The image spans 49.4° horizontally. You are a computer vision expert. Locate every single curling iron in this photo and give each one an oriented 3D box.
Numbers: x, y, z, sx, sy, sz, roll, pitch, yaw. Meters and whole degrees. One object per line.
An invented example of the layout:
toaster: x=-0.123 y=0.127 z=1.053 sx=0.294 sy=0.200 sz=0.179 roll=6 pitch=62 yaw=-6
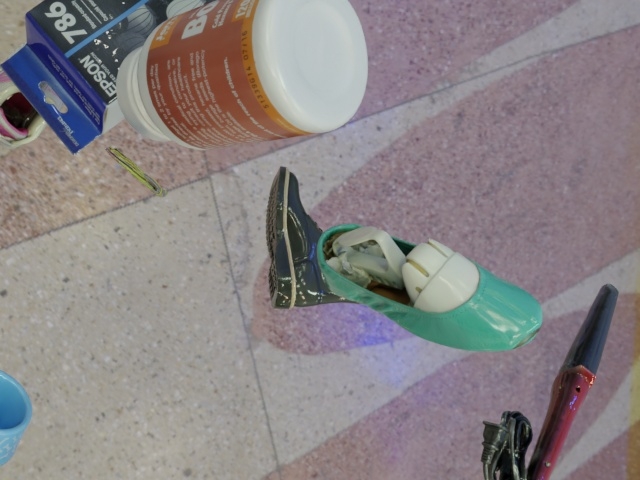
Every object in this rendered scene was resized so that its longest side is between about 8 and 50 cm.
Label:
curling iron: x=0.211 y=0.116 z=0.595 sx=0.274 sy=0.035 sz=0.068 roll=-38 pitch=109 yaw=-40

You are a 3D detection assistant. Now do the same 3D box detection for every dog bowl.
dog bowl: x=-0.586 y=0.235 z=1.082 sx=0.297 sy=0.166 sz=0.074 roll=39 pitch=105 yaw=-20

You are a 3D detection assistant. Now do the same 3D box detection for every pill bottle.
pill bottle: x=-0.077 y=-0.141 z=0.593 sx=0.121 sy=0.216 sz=0.121 roll=1 pitch=89 yaw=-48

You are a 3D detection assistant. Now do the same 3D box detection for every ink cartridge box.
ink cartridge box: x=-0.237 y=-0.274 z=0.885 sx=0.332 sy=0.065 sz=0.165 roll=-41 pitch=85 yaw=-8

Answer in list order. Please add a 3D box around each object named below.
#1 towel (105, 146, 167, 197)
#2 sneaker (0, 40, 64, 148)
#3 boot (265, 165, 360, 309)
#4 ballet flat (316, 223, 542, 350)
towel: x=-0.163 y=-0.060 z=0.627 sx=0.060 sy=0.083 sz=0.009 roll=40 pitch=85 yaw=-6
sneaker: x=-0.459 y=-0.182 z=0.989 sx=0.252 sy=0.111 sz=0.103 roll=-28 pitch=137 yaw=21
boot: x=0.000 y=0.000 z=0.928 sx=0.137 sy=0.077 sz=0.198 roll=3 pitch=67 yaw=-14
ballet flat: x=0.081 y=0.034 z=0.642 sx=0.083 sy=0.247 sz=0.087 roll=-50 pitch=128 yaw=-21
